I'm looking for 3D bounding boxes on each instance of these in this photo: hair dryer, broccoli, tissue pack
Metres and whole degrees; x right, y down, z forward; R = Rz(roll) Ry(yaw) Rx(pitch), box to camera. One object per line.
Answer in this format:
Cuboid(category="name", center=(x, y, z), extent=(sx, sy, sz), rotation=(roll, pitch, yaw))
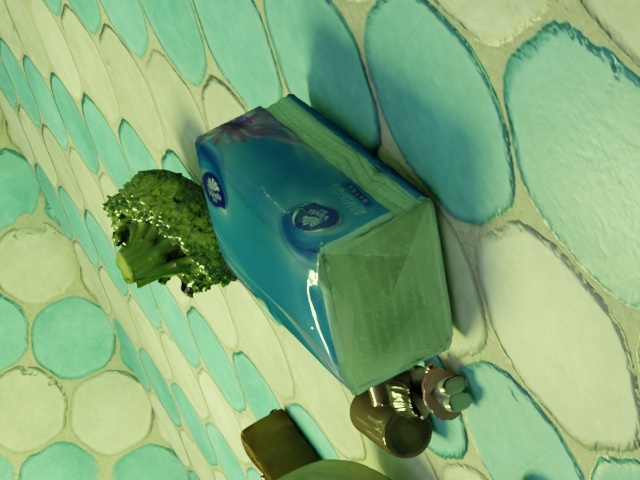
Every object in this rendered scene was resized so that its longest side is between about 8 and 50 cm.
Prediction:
Cuboid(category="hair dryer", center=(0.067, 0.155, 1.527), extent=(0.117, 0.064, 0.182), rotation=(-156, 50, -66))
Cuboid(category="broccoli", center=(-0.214, -0.001, 1.910), extent=(0.198, 0.176, 0.226), rotation=(81, 171, -55))
Cuboid(category="tissue pack", center=(0.000, 0.000, 1.332), extent=(0.263, 0.146, 0.198), rotation=(44, 154, 48))

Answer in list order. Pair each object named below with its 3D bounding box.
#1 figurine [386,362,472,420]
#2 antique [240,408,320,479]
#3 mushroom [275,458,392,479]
Cuboid(category="figurine", center=(0.110, 0.156, 1.399), extent=(0.072, 0.054, 0.129), rotation=(69, 160, -5))
Cuboid(category="antique", center=(-0.015, 0.405, 2.065), extent=(0.310, 0.087, 0.093), rotation=(49, 159, 37))
Cuboid(category="mushroom", center=(-0.001, 0.439, 1.736), extent=(0.356, 0.315, 0.315), rotation=(15, 130, 68))
